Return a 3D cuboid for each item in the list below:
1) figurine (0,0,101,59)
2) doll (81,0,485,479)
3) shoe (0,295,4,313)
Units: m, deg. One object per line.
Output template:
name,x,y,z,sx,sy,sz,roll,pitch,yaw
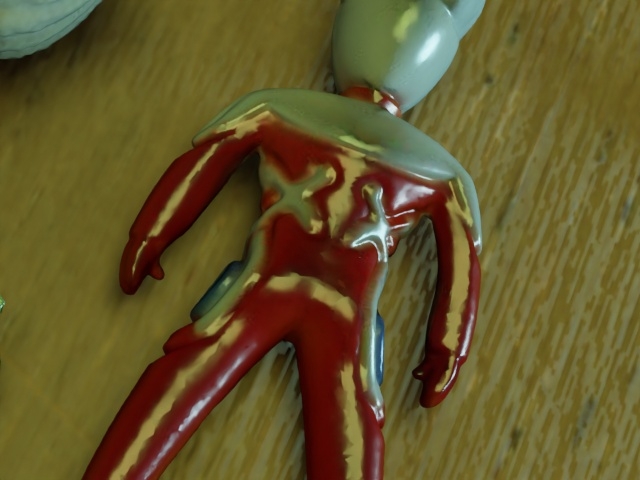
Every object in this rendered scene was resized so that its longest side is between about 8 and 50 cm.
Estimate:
figurine,-0.245,-0.186,0.834,0.332,0.185,0.204,-7,105,2
doll,0.000,0.000,0.859,0.188,0.099,0.384,23,73,-6
shoe,-0.274,0.076,0.752,0.262,0.128,0.140,-24,64,-23
